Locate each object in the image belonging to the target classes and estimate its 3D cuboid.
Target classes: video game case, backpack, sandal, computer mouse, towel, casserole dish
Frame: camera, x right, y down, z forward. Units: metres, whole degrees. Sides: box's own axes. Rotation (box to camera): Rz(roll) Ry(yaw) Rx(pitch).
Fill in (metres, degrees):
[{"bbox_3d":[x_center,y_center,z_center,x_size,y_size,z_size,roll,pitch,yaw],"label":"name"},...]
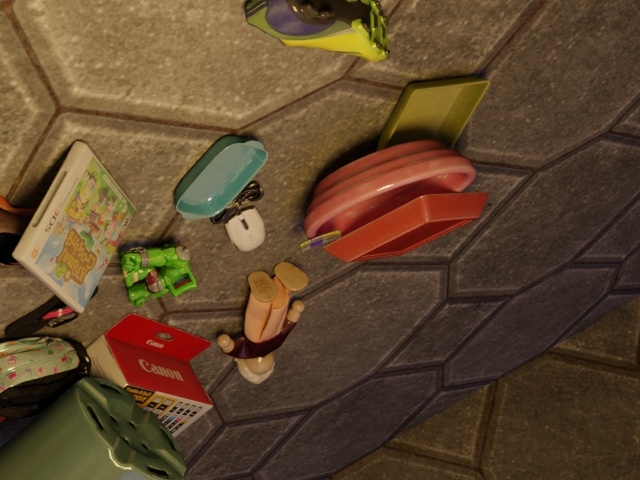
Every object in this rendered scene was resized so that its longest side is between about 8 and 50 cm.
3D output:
[{"bbox_3d":[-0.360,-0.015,1.494,0.212,0.023,0.193,67,44,-63],"label":"video game case"},{"bbox_3d":[-0.512,0.234,1.749,0.152,0.115,0.182,-47,157,29],"label":"backpack"},{"bbox_3d":[-0.456,0.130,1.726,0.179,0.040,0.067,-32,153,-2],"label":"sandal"},{"bbox_3d":[-0.134,-0.027,1.811,0.106,0.042,0.193,-31,152,-6],"label":"computer mouse"},{"bbox_3d":[0.000,0.000,1.848,0.083,0.009,0.060,-19,170,-6],"label":"towel"},{"bbox_3d":[-0.168,-0.108,1.652,0.188,0.037,0.114,-46,150,22],"label":"casserole dish"}]

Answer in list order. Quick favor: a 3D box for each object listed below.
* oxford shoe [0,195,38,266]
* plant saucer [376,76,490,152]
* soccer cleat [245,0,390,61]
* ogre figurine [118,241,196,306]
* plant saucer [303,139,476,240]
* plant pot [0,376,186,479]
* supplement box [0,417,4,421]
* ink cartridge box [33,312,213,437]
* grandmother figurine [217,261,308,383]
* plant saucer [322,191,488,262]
[{"bbox_3d":[-0.438,0.007,1.482,0.097,0.098,0.271,-42,151,16],"label":"oxford shoe"},{"bbox_3d":[0.195,-0.229,1.831,0.188,0.045,0.188,-12,146,-34],"label":"plant saucer"},{"bbox_3d":[0.003,-0.319,1.467,0.121,0.093,0.289,-13,170,32],"label":"soccer cleat"},{"bbox_3d":[-0.282,0.059,1.741,0.118,0.097,0.197,-14,137,-12],"label":"ogre figurine"},{"bbox_3d":[0.118,-0.096,1.840,0.332,0.084,0.332,-20,170,-4],"label":"plant saucer"},{"bbox_3d":[-0.434,0.438,1.738,0.334,0.341,0.341,-46,151,6],"label":"plant pot"},{"bbox_3d":[-0.604,0.289,1.780,0.043,0.083,0.055,-36,154,5],"label":"supplement box"},{"bbox_3d":[-0.366,0.300,2.001,0.272,0.130,0.309,-40,151,11],"label":"ink cartridge box"},{"bbox_3d":[-0.123,0.192,2.122,0.208,0.104,0.342,-12,144,-20],"label":"grandmother figurine"},{"bbox_3d":[0.176,-0.021,1.965,0.258,0.048,0.259,-28,166,35],"label":"plant saucer"}]
